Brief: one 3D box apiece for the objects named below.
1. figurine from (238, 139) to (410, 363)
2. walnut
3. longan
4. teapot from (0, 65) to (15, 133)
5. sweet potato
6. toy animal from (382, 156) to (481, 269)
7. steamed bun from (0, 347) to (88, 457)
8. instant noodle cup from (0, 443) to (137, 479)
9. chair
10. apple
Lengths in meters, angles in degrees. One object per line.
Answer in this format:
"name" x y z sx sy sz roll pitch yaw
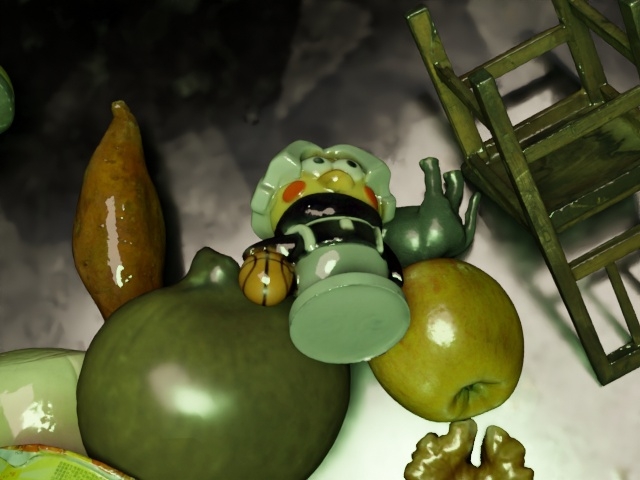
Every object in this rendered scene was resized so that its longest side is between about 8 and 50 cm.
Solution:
"figurine" 0.000 0.000 1.036 0.176 0.133 0.236 7 43 -15
"walnut" 0.159 0.282 1.106 0.143 0.069 0.170 12 83 6
"longan" -0.109 0.158 1.068 0.243 0.300 0.300 13 78 47
"teapot" -0.464 -0.167 1.256 0.166 0.130 0.119 -9 42 36
"sweet potato" -0.240 0.005 1.198 0.112 0.112 0.359 -5 81 7
"toy animal" 0.055 -0.021 1.175 0.269 0.082 0.137 -10 76 8
"steamed bun" -0.345 0.205 1.147 0.239 0.152 0.170 -9 78 8
"instant noodle cup" -0.264 0.357 0.987 0.264 0.264 0.200 13 49 10
"chair" 0.282 -0.085 1.121 0.203 0.416 0.240 -29 32 0
"apple" 0.136 0.111 1.086 0.182 0.182 0.155 -21 59 3
